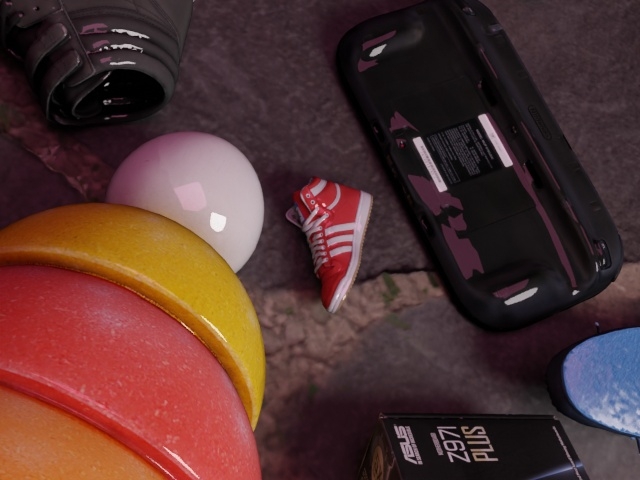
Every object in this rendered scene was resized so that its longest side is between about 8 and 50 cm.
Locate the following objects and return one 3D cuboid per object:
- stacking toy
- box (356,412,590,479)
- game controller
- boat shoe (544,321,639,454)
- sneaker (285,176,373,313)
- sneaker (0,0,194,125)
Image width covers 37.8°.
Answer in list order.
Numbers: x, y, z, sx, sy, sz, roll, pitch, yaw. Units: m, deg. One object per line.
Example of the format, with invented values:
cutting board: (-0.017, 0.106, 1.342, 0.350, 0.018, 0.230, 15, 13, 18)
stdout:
stacking toy: (-0.149, 0.098, 0.575, 0.350, 0.351, 0.480, 26, 42, -6)
box: (0.120, 0.210, 0.645, 0.147, 0.078, 0.180, 4, 36, -16)
game controller: (0.140, -0.079, 0.842, 0.166, 0.067, 0.319, -23, 75, -10)
boat shoe: (0.293, 0.124, 0.782, 0.258, 0.089, 0.109, 6, 78, -21)
sneaker: (0.000, 0.000, 0.762, 0.067, 0.042, 0.118, 22, 54, -12)
sneaker: (-0.238, -0.172, 0.723, 0.295, 0.104, 0.147, 5, 60, -21)
